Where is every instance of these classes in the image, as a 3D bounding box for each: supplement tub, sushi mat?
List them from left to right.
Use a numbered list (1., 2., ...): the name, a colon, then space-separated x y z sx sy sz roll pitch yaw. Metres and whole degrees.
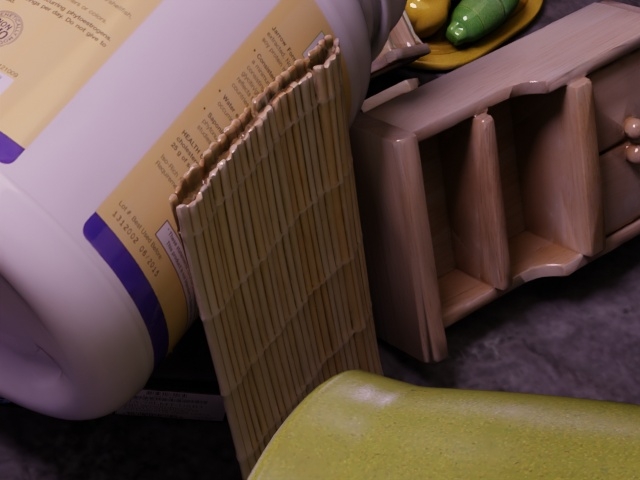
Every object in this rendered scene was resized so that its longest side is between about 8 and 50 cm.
1. supplement tub: -0.119 -0.086 0.964 0.241 0.241 0.331 30 62 15
2. sushi mat: -0.015 0.039 0.963 0.019 0.316 0.151 24 55 27

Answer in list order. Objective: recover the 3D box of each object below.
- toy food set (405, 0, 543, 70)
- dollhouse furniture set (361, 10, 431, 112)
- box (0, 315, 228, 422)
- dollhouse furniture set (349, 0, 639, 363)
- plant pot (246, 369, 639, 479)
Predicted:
1. toy food set: 0.122 -0.229 1.331 0.128 0.071 0.218 40 58 21
2. dollhouse furniture set: -0.002 -0.127 1.258 0.181 0.161 0.101 66 22 0
3. box: -0.193 -0.033 1.101 0.293 0.073 0.295 6 64 -9
4. dollhouse furniture set: 0.237 -0.002 1.010 0.256 0.362 0.394 -28 33 -28
5. plant pot: 0.132 0.230 0.844 0.353 0.366 0.366 18 52 21
